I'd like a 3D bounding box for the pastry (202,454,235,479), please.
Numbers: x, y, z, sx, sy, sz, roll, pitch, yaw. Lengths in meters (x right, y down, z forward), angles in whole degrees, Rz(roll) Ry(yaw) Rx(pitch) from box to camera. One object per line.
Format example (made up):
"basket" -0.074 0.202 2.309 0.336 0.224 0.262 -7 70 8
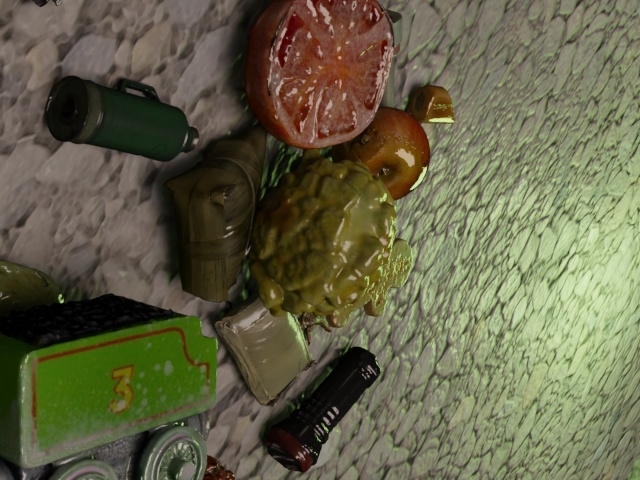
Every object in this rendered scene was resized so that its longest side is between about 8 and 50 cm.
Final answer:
"pastry" -0.177 0.408 1.410 0.097 0.115 0.208 -38 133 -48

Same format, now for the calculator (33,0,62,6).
"calculator" -0.237 -0.379 0.966 0.274 0.028 0.166 -50 136 -6

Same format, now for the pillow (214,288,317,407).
"pillow" -0.078 0.153 1.427 0.119 0.053 0.208 -35 132 -17

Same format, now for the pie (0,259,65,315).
"pie" -0.389 0.154 1.063 0.306 0.071 0.306 -27 128 -41

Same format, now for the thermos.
"thermos" -0.221 -0.136 1.114 0.188 0.083 0.073 10 122 -52

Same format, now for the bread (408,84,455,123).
"bread" 0.186 -0.220 1.550 0.103 0.049 0.062 -7 121 -49

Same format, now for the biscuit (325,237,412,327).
"biscuit" 0.077 0.055 1.564 0.234 0.030 0.153 -24 117 -48

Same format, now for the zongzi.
"zongzi" -0.120 -0.037 1.278 0.204 0.094 0.205 -58 156 -48

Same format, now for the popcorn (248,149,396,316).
"popcorn" -0.008 -0.009 1.322 0.235 0.217 0.181 -43 169 13

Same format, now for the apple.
"apple" 0.092 -0.123 1.410 0.146 0.146 0.146 -25 126 -40

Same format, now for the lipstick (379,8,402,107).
"lipstick" 0.086 -0.243 1.424 0.063 0.057 0.186 -37 139 -38

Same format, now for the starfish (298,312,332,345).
"starfish" -0.009 0.129 1.522 0.078 0.028 0.091 -59 144 1

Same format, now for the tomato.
"tomato" -0.010 -0.239 1.279 0.237 0.095 0.236 -21 121 -38

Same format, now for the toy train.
"toy train" -0.256 0.188 1.059 0.307 0.173 0.248 -9 105 -50

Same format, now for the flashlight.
"flashlight" 0.009 0.271 1.576 0.232 0.093 0.093 -47 138 -31
